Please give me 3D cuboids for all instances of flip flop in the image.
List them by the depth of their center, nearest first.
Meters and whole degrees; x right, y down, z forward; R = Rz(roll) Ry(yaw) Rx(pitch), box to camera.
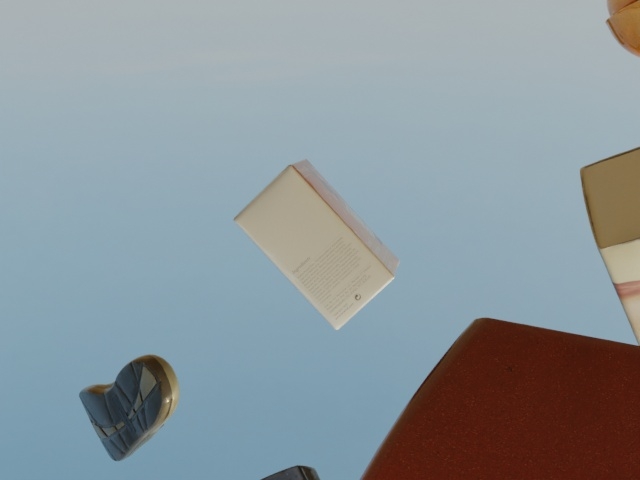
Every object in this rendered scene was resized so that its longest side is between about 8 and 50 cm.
[{"bbox_3d":[-0.241,0.212,1.254,0.080,0.112,0.277,-24,169,-40],"label":"flip flop"}]

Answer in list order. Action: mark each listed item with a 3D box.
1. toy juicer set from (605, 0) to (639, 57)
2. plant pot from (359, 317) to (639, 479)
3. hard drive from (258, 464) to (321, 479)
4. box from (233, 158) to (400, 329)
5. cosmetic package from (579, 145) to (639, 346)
[{"bbox_3d":[0.249,-0.116,0.377,0.209,0.089,0.329,-50,-139,-2],"label":"toy juicer set"},{"bbox_3d":[0.179,0.215,0.737,0.267,0.267,0.236,9,-126,19],"label":"plant pot"},{"bbox_3d":[-0.068,0.422,1.315,0.054,0.254,0.172,-10,-113,-54],"label":"hard drive"},{"bbox_3d":[0.000,0.000,1.091,0.170,0.091,0.130,47,-169,-1],"label":"box"},{"bbox_3d":[0.383,0.054,0.990,0.129,0.296,0.153,-19,-148,20],"label":"cosmetic package"}]
